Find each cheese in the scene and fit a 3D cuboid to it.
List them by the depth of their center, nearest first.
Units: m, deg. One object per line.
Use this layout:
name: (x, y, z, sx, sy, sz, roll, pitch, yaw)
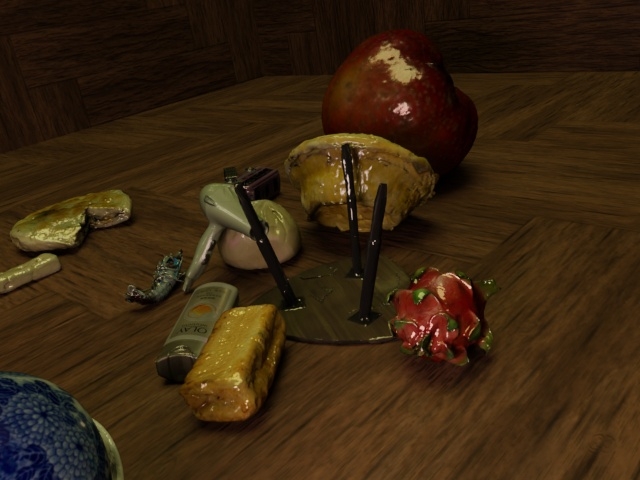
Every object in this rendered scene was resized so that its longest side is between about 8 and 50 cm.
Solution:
cheese: (-0.683, 0.082, 1.340, 0.064, 0.044, 0.194, 18, 34, 38)

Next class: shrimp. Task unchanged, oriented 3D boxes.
shrimp: (-0.319, 0.084, 1.198, 0.082, 0.076, 0.174, -43, 6, 37)

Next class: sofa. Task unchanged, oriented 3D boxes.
sofa: (-0.258, -0.172, 1.732, 0.039, 0.060, 0.118, -7, 22, -10)

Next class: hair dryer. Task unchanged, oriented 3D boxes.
hair dryer: (-0.181, -0.005, 1.124, 0.088, 0.225, 0.218, 22, -14, -38)

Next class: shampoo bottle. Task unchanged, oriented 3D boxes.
shampoo bottle: (-0.199, 0.146, 0.995, 0.086, 0.056, 0.227, -2, 24, 7)

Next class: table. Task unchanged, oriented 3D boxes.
table: (0.000, 0.000, 1.011, 0.317, 0.249, 0.317, -8, 23, 3)

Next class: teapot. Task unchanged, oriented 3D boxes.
teapot: (-0.305, 0.260, 0.590, 0.423, 0.252, 0.280, 30, 3, 28)

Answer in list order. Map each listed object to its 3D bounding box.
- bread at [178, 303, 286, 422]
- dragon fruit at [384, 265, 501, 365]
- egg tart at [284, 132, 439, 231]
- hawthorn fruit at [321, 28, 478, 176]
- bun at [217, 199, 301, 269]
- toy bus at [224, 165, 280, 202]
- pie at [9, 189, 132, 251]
bread: (-0.119, 0.175, 0.866, 0.113, 0.084, 0.211, -6, 24, 15)
dragon fruit: (0.189, 0.102, 0.876, 0.137, 0.135, 0.235, 1, 8, 37)
egg tart: (0.080, -0.100, 1.265, 0.345, 0.133, 0.345, 7, -16, 2)
hawthorn fruit: (0.186, -0.307, 1.529, 0.402, 0.403, 0.403, -8, 24, 3)
bun: (-0.134, -0.025, 1.273, 0.178, 0.128, 0.193, -10, 21, 1)
toy bus: (-0.181, -0.138, 1.594, 0.098, 0.087, 0.178, 9, 27, 23)
pie: (-0.678, -0.056, 1.606, 0.337, 0.075, 0.337, -8, 24, 4)
